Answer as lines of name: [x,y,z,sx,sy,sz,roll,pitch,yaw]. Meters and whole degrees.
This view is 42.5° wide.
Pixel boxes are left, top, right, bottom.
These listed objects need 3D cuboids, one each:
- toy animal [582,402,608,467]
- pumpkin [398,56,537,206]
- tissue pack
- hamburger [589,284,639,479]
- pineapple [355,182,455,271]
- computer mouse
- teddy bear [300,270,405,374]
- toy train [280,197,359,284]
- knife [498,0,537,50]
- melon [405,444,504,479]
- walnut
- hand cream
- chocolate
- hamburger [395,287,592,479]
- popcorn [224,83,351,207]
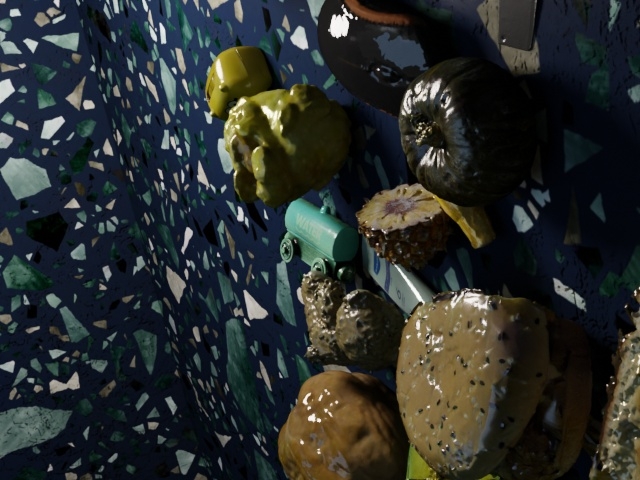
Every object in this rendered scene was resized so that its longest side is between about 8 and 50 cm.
toy animal: [0.430,0.299,1.167,0.136,0.073,0.181,54,147,17]
pumpkin: [0.206,-0.155,1.188,0.224,0.157,0.223,33,130,51]
tissue pack: [-0.196,-0.355,1.882,0.123,0.127,0.178,66,153,15]
hamburger: [0.459,0.251,0.840,0.268,0.287,0.445,-109,18,-65]
pineapple: [0.153,-0.003,1.409,0.176,0.161,0.137,-126,16,-61]
computer mouse: [0.088,-0.313,1.370,0.323,0.116,0.183,42,147,44]
teddy bear: [0.076,0.175,1.628,0.267,0.156,0.256,47,146,-14]
toy train: [0.000,0.000,1.794,0.248,0.101,0.159,34,120,51]
knife: [0.264,-0.375,1.094,0.072,0.019,0.245,31,137,47]
melon: [0.274,0.358,1.467,0.265,0.129,0.169,-31,55,57]
walnut: [0.074,0.448,1.726,0.344,0.306,0.306,37,139,38]
hand cream: [0.160,0.085,1.589,0.320,0.067,0.109,-130,31,-51]
chocolate: [0.211,-0.085,1.321,0.219,0.086,0.085,64,154,13]
hamburger: [0.255,0.225,1.236,0.318,0.195,0.276,-26,55,60]
popcorn: [-0.079,-0.189,1.642,0.250,0.242,0.235,23,130,61]
